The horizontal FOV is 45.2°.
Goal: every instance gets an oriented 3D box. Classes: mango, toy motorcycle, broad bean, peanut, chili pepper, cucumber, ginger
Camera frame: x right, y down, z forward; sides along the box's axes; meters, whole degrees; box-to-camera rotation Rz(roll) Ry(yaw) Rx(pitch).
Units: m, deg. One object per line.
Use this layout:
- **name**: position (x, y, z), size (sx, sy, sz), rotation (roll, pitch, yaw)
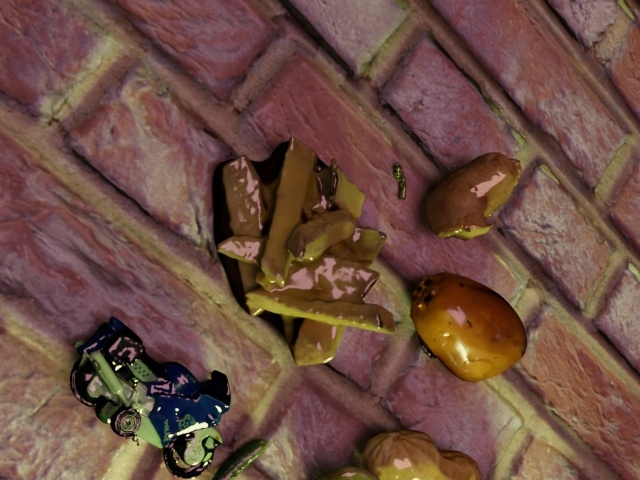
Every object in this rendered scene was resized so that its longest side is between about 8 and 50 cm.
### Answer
- **mango**: position (0.312, 0.182, 1.636), size (0.287, 0.152, 0.201), rotation (33, 66, -27)
- **toy motorcycle**: position (-0.281, 0.268, 1.350), size (0.331, 0.125, 0.196), rotation (47, 69, -24)
- **broad bean**: position (0.062, 0.523, 1.528), size (0.153, 0.072, 0.207), rotation (-26, 109, 15)
- **peanut**: position (0.215, 0.481, 1.603), size (0.305, 0.147, 0.147), rotation (32, 77, -26)
- **chili pepper**: position (0.170, -0.127, 1.625), size (0.027, 0.022, 0.083), rotation (-17, 103, -28)
- **cucumber**: position (-0.164, 0.428, 1.457), size (0.155, 0.037, 0.037), rotation (-38, 108, -24)
- **ginger**: position (0.000, 0.000, 1.438), size (0.358, 0.211, 0.413), rotation (-31, 104, -26)
- **ginger**: position (0.322, -0.093, 1.633), size (0.152, 0.138, 0.267), rotation (32, 69, 19)
